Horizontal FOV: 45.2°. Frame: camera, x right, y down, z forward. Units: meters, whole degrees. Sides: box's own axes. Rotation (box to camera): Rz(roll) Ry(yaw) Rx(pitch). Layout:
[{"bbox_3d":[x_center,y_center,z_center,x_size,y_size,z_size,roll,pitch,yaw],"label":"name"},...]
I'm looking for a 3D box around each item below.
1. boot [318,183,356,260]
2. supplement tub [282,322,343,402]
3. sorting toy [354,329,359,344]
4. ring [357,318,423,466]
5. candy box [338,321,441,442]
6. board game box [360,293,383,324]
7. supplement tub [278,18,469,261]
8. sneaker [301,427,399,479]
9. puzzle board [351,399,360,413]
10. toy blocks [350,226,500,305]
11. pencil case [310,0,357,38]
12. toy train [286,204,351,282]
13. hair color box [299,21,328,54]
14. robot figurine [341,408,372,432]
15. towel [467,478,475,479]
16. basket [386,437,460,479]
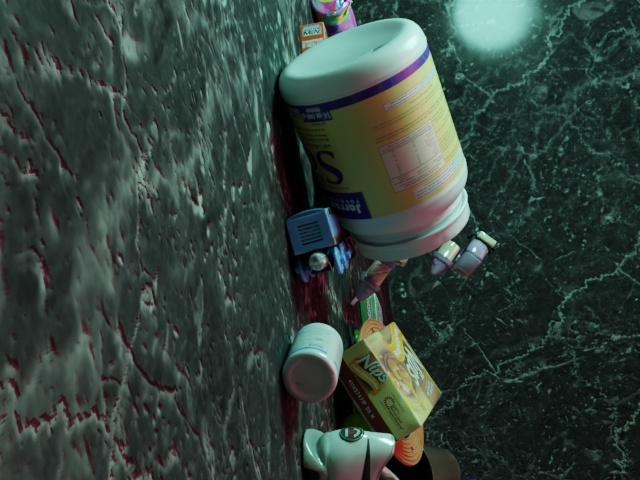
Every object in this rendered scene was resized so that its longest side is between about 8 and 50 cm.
[{"bbox_3d":[0.033,-0.108,1.432,0.207,0.094,0.247,-93,178,-55],"label":"boot"},{"bbox_3d":[-0.008,0.155,0.985,0.107,0.070,0.071,-64,146,-76],"label":"supplement tub"},{"bbox_3d":[0.109,0.259,1.854,0.061,0.042,0.102,-76,158,-69],"label":"sorting toy"},{"bbox_3d":[0.153,0.341,1.733,0.337,0.032,0.337,53,24,-38],"label":"ring"},{"bbox_3d":[0.134,0.268,1.486,0.183,0.087,0.316,57,12,9],"label":"candy box"},{"bbox_3d":[0.154,0.319,2.123,0.213,0.046,0.318,60,24,-69],"label":"board game box"},{"bbox_3d":[0.097,-0.158,1.240,0.241,0.240,0.332,-83,153,-60],"label":"supplement tub"},{"bbox_3d":[0.070,0.409,1.068,0.122,0.146,0.331,-83,166,-66],"label":"sneaker"},{"bbox_3d":[0.074,0.315,1.665,0.096,0.011,0.128,69,16,-65],"label":"puzzle board"},{"bbox_3d":[0.172,0.040,1.720,0.260,0.308,0.288,-54,177,-11],"label":"toy blocks"},{"bbox_3d":[0.039,-0.540,1.882,0.236,0.104,0.105,57,27,-75],"label":"pencil case"},{"bbox_3d":[0.000,0.000,1.174,0.184,0.080,0.105,-38,115,-81],"label":"toy train"},{"bbox_3d":[-0.004,-0.339,1.543,0.093,0.053,0.167,56,27,-72],"label":"hair color box"},{"bbox_3d":[0.075,0.366,1.412,0.101,0.067,0.115,-120,-165,-62],"label":"robot figurine"},{"bbox_3d":[0.290,0.735,1.947,0.076,0.308,0.228,44,-16,36],"label":"towel"},{"bbox_3d":[0.256,0.594,1.941,0.226,0.154,0.205,16,74,-59],"label":"basket"}]
